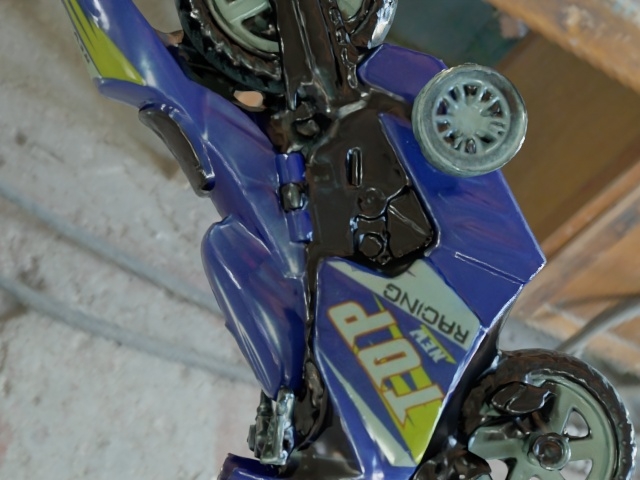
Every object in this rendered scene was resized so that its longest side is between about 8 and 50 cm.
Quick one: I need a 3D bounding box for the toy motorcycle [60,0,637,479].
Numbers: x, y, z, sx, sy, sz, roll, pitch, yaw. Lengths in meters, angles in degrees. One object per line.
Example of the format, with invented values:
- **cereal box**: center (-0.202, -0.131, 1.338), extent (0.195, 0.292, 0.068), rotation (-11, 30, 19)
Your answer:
- **toy motorcycle**: center (0.000, 0.000, 0.518), extent (0.168, 0.113, 0.315), rotation (-27, 89, -8)
